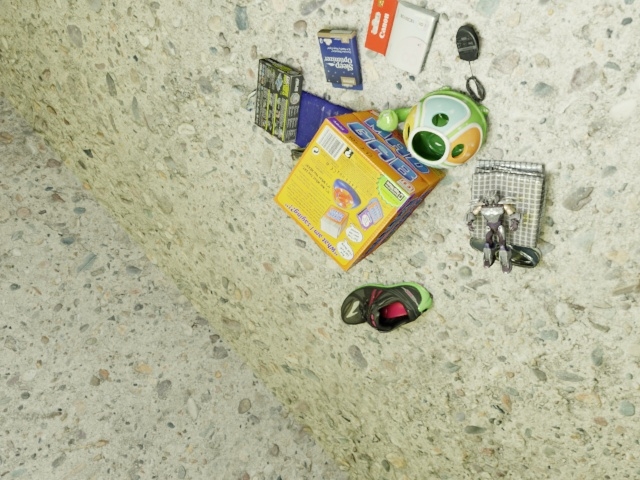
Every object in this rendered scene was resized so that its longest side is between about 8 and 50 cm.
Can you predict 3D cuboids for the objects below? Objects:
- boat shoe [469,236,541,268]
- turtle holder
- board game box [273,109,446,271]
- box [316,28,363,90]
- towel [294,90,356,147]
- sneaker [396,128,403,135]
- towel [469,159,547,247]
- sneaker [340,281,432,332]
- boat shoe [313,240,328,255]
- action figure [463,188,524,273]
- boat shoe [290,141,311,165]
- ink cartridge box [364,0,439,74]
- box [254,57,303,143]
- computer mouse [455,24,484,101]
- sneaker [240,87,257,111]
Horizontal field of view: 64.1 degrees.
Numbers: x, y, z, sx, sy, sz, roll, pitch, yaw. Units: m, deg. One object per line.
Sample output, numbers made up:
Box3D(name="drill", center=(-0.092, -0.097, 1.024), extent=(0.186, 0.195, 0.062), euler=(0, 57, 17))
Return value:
Box3D(name="boat shoe", center=(0.654, 0.041, 1.836), extent=(0.254, 0.079, 0.095), euler=(21, 132, 25))
Box3D(name="turtle holder", center=(0.366, -0.369, 1.651), extent=(0.320, 0.227, 0.243), euler=(44, 138, 2))
Box3D(name="board game box", center=(0.136, -0.183, 1.750), extent=(0.356, 0.356, 0.356), euler=(45, 124, 10))
Box3D(name="box", center=(0.073, -0.626, 1.798), extent=(0.136, 0.036, 0.225), euler=(15, 143, 28))
Box3D(name="towel", center=(0.013, -0.441, 1.997), extent=(0.308, 0.076, 0.228), euler=(27, 127, 20))
Box3D(name="sneaker", center=(0.268, -0.320, 1.882), extent=(0.086, 0.064, 0.192), euler=(36, 133, 18))
Box3D(name="towel", center=(0.623, -0.120, 1.712), extent=(0.235, 0.121, 0.284), euler=(12, 127, 31))
Box3D(name="sneaker", center=(0.252, 0.301, 2.253), extent=(0.482, 0.202, 0.185), euler=(-21, 106, 45))
Box3D(name="boat shoe", center=(0.000, 0.000, 2.340), extent=(0.190, 0.068, 0.072), euler=(54, 150, 6))
Box3D(name="action figure", center=(0.569, -0.039, 1.664), extent=(0.185, 0.099, 0.285), euler=(6, 122, 39))
Box3D(name="boat shoe", center=(-0.033, -0.344, 1.979), extent=(0.223, 0.080, 0.073), euler=(-7, 116, 42))
Box3D(name="ink cartridge box", center=(0.248, -0.668, 1.652), extent=(0.232, 0.066, 0.189), euler=(26, 133, 16))
Box3D(name="box", center=(-0.169, -0.546, 1.998), extent=(0.216, 0.060, 0.270), euler=(37, 133, 36))
Box3D(name="computer mouse", center=(0.472, -0.547, 1.582), extent=(0.071, 0.041, 0.242), euler=(10, 133, 43))
Box3D(name="sneaker", center=(-0.279, -0.586, 2.137), extent=(0.058, 0.052, 0.135), euler=(44, 145, -11))
